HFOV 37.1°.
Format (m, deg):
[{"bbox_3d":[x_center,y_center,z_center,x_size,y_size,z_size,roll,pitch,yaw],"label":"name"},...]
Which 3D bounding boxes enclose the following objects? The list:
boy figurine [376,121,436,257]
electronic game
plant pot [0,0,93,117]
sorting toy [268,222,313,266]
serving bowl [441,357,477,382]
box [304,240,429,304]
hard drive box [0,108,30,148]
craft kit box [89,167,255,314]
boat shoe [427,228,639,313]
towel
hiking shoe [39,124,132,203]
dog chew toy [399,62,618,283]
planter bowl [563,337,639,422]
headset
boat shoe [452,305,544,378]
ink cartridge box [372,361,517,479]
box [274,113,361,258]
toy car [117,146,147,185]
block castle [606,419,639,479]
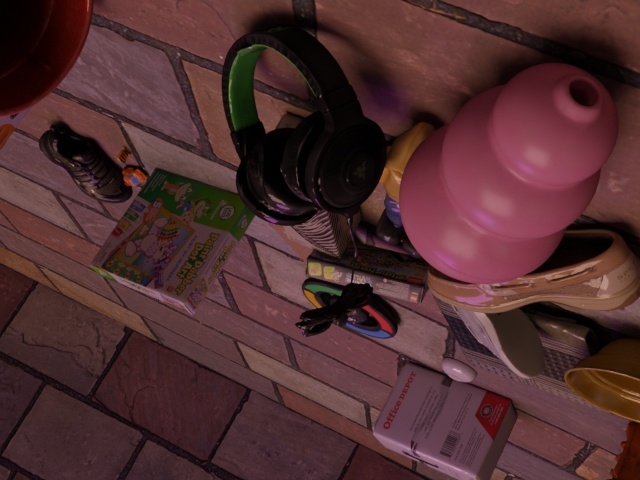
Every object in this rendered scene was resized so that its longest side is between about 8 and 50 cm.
[{"bbox_3d":[0.142,-0.070,1.352,0.177,0.092,0.285,29,163,11],"label":"boy figurine"},{"bbox_3d":[0.062,0.147,2.061,0.229,0.048,0.229,26,160,10],"label":"electronic game"},{"bbox_3d":[-0.514,-0.351,1.344,0.265,0.272,0.272,30,162,21],"label":"plant pot"},{"bbox_3d":[0.000,0.000,1.811,0.193,0.038,0.208,12,150,41],"label":"sorting toy"},{"bbox_3d":[0.304,0.293,2.115,0.083,0.027,0.083,26,161,10],"label":"serving bowl"},{"bbox_3d":[0.089,0.049,1.644,0.207,0.114,0.036,14,115,14],"label":"box"},{"bbox_3d":[-0.640,-0.286,1.769,0.089,0.181,0.232,23,161,16],"label":"hard drive box"},{"bbox_3d":[-0.288,-0.004,1.872,0.247,0.250,0.061,19,157,25],"label":"craft kit box"},{"bbox_3d":[0.288,0.026,1.362,0.341,0.121,0.110,-4,139,41],"label":"boat shoe"},{"bbox_3d":[0.379,0.188,1.742,0.324,0.056,0.312,18,155,35],"label":"towel"},{"bbox_3d":[-0.495,-0.157,2.025,0.227,0.086,0.114,36,163,-16],"label":"hiking shoe"},{"bbox_3d":[0.217,-0.082,1.076,0.207,0.206,0.332,30,152,-1],"label":"dog chew toy"},{"bbox_3d":[0.512,0.218,1.538,0.217,0.090,0.217,22,161,8],"label":"planter bowl"},{"bbox_3d":[-0.032,-0.081,1.256,0.243,0.185,0.394,-11,106,57],"label":"headset"},{"bbox_3d":[0.288,0.136,1.604,0.227,0.079,0.081,54,156,3],"label":"boat shoe"},{"bbox_3d":[0.288,0.428,2.216,0.273,0.197,0.114,18,158,29],"label":"ink cartridge box"},{"bbox_3d":[-0.011,-0.080,1.528,0.113,0.094,0.275,21,160,19],"label":"box"},{"bbox_3d":[-0.409,-0.152,1.987,0.060,0.040,0.122,19,159,27],"label":"toy car"},{"bbox_3d":[0.635,0.490,1.733,0.213,0.303,0.453,19,159,25],"label":"block castle"}]
